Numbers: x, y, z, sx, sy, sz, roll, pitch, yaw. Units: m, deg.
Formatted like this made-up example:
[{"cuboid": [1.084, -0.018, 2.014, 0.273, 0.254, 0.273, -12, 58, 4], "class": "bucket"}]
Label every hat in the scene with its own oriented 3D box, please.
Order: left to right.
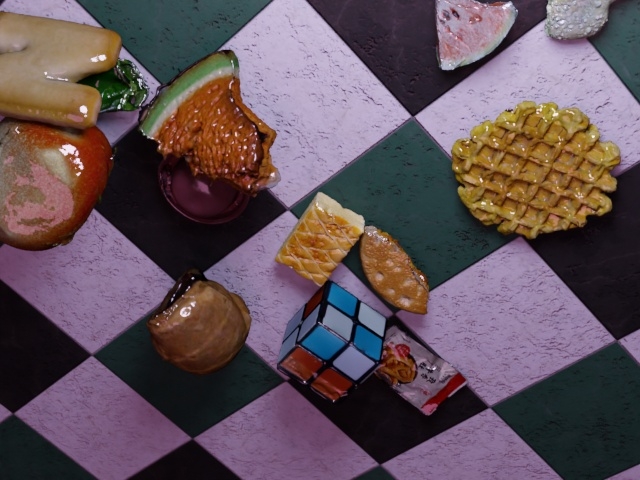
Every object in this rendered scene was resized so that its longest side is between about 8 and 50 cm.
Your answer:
[{"cuboid": [-0.251, -0.111, 2.011, 0.205, 0.089, 0.206, 6, 125, 8], "class": "hat"}]

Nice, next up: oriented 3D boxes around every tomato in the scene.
[{"cuboid": [-0.569, -0.138, 1.919, 0.239, 0.304, 0.303, 31, 125, -25], "class": "tomato"}]

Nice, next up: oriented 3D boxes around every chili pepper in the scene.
[{"cuboid": [-0.454, -0.311, 1.934, 0.216, 0.062, 0.108, -3, 98, 16], "class": "chili pepper"}]

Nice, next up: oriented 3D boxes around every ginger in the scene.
[{"cuboid": [-0.269, 0.194, 2.116, 0.223, 0.269, 0.200, 41, 93, -8], "class": "ginger"}]

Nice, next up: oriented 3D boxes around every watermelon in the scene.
[{"cuboid": [0.268, -0.405, 1.732, 0.187, 0.071, 0.139, -32, 106, 36], "class": "watermelon"}]

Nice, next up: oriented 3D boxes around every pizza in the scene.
[{"cuboid": [0.161, 0.068, 2.072, 0.246, 0.058, 0.127, 43, 122, -16], "class": "pizza"}]

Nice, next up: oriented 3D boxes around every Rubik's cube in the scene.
[{"cuboid": [0.028, 0.231, 2.141, 0.183, 0.167, 0.180, 32, 122, -12], "class": "Rubik's cube"}]

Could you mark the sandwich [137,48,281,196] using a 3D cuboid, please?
[{"cuboid": [-0.186, -0.214, 1.886, 0.250, 0.162, 0.301, -43, 77, 18], "class": "sandwich"}]

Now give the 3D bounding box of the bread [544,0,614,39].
[{"cuboid": [0.468, -0.454, 1.659, 0.172, 0.064, 0.232, 38, 121, -17], "class": "bread"}]

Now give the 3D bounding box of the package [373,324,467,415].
[{"cuboid": [0.216, 0.304, 2.238, 0.239, 0.030, 0.154, 37, 120, -13], "class": "package"}]

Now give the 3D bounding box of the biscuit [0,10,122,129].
[{"cuboid": [-0.548, -0.335, 1.836, 0.290, 0.237, 0.062, 12, 153, 3], "class": "biscuit"}]

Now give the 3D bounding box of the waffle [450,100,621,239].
[{"cuboid": [0.427, -0.139, 1.877, 0.324, 0.068, 0.302, -19, 119, 20], "class": "waffle"}]

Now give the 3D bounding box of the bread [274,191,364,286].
[{"cuboid": [0.000, 0.001, 2.051, 0.125, 0.068, 0.188, 30, 124, -10], "class": "bread"}]
